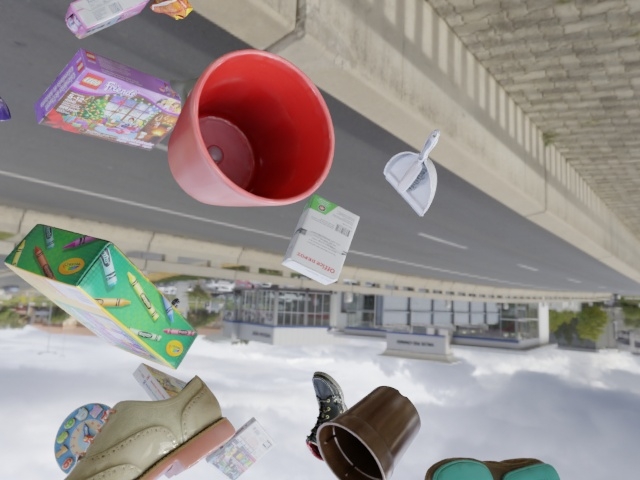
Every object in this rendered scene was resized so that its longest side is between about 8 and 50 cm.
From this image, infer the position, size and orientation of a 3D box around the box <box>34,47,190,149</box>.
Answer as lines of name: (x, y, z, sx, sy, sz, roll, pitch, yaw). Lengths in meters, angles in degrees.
box: (-0.468, -0.313, 1.098, 0.201, 0.057, 0.293, -31, 162, 28)

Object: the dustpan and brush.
dustpan and brush: (0.217, -0.164, 1.039, 0.060, 0.147, 0.211, -19, 151, -40)

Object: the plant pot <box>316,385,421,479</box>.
plant pot: (0.107, 0.392, 0.947, 0.167, 0.167, 0.165, -5, -163, 45)

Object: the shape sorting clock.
shape sorting clock: (-0.686, 0.586, 1.383, 0.206, 0.206, 0.040, 2, 151, 5)

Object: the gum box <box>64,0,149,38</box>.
gum box: (-0.532, -0.572, 1.161, 0.188, 0.062, 0.107, -40, -154, -25)

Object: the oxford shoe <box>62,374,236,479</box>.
oxford shoe: (-0.325, 0.341, 0.729, 0.397, 0.146, 0.140, -14, 158, -51)

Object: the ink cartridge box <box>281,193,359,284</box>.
ink cartridge box: (0.000, 0.000, 1.839, 0.211, 0.289, 0.121, 27, 158, -13)

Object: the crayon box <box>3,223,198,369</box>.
crayon box: (-0.341, 0.100, 0.765, 0.165, 0.081, 0.278, 11, 147, 26)

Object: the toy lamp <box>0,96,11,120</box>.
toy lamp: (-0.334, -0.250, 0.416, 0.080, 0.275, 0.080, 6, -163, -2)

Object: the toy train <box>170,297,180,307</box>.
toy train: (-0.590, 0.290, 1.820, 0.027, 0.158, 0.036, 36, -160, 10)

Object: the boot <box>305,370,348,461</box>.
boot: (0.008, 0.560, 1.502, 0.085, 0.236, 0.178, -9, -157, 34)

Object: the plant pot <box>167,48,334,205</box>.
plant pot: (-0.153, -0.181, 0.881, 0.275, 0.275, 0.243, 8, 170, -36)

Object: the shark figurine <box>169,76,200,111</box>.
shark figurine: (-0.273, -0.222, 1.057, 0.116, 0.166, 0.278, -12, 122, 41)

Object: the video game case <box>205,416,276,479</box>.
video game case: (-0.247, 0.666, 1.485, 0.023, 0.183, 0.201, 37, 157, 40)

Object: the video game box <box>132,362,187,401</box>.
video game box: (-0.374, 0.418, 1.242, 0.187, 0.048, 0.205, 23, 163, 41)

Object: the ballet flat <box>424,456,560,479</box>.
ballet flat: (0.305, 0.473, 0.892, 0.342, 0.116, 0.124, 8, 147, -29)

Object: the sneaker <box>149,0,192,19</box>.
sneaker: (-0.379, -0.585, 1.180, 0.175, 0.064, 0.067, 36, 174, 48)
